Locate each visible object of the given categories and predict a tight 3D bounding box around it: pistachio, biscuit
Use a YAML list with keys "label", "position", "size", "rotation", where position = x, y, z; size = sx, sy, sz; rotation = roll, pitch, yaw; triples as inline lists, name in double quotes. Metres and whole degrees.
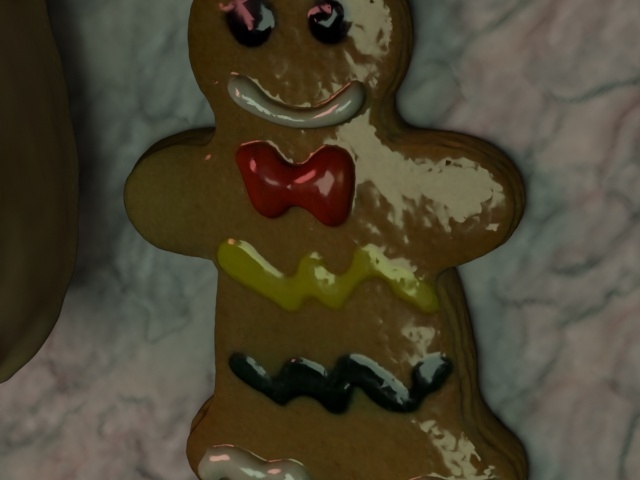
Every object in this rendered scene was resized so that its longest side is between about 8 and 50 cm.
- label: "pistachio"
  position: [-0.171, -0.053, 0.715]
  size: [0.157, 0.157, 0.230]
  rotation: [-8, 119, 27]
- label: "biscuit"
  position: [-0.001, 0.001, 0.715]
  size: [0.158, 0.035, 0.240]
  rotation: [-1, 110, 22]
